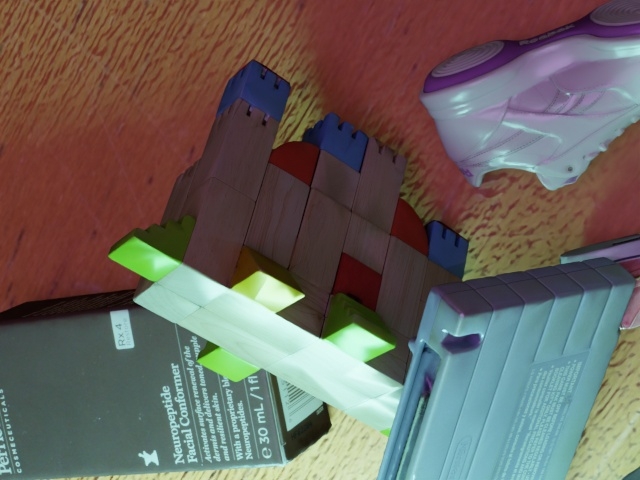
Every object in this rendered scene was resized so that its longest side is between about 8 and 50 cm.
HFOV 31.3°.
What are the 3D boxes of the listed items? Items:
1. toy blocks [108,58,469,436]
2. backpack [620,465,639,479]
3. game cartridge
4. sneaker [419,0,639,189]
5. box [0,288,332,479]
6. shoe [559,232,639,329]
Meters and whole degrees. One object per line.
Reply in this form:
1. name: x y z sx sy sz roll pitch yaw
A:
1. toy blocks: 0.000 0.000 1.106 0.381 0.261 0.190 31 143 -22
2. backpack: 0.338 0.335 1.048 0.191 0.225 0.254 8 108 43
3. game cartridge: 0.155 0.186 1.071 0.068 0.230 0.355 38 126 40
4. sneaker: 0.255 -0.136 1.076 0.305 0.114 0.152 -13 114 23
5. box: -0.197 0.152 1.275 0.381 0.143 0.191 -9 96 25
6. shoe: 0.322 0.033 1.088 0.178 0.063 0.081 -15 95 29
